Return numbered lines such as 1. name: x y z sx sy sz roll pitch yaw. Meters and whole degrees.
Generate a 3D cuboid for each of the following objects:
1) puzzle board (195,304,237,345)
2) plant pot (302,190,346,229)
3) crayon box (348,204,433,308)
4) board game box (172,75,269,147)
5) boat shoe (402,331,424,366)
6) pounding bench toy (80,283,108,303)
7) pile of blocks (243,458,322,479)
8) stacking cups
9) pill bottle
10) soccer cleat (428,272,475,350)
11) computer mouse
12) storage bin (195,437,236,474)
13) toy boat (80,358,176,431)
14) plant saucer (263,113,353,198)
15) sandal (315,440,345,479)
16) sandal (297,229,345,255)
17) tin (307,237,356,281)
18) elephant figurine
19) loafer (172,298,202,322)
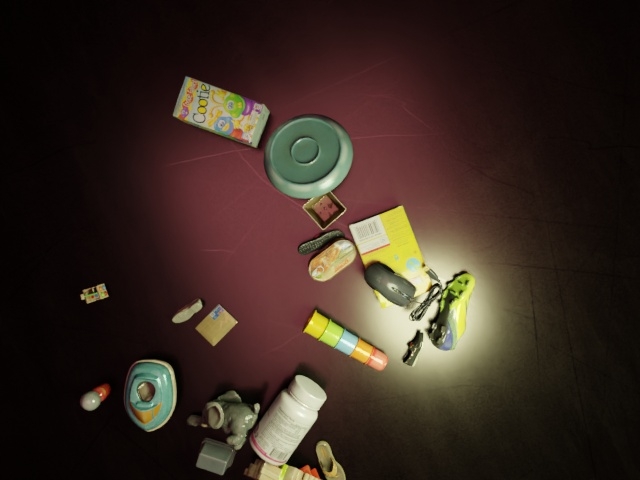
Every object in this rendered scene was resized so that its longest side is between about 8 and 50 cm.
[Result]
1. puzzle board: -0.384 0.313 1.757 0.096 0.011 0.128 45 94 0
2. plant pot: 0.016 -0.112 1.670 0.109 0.096 0.109 -42 90 4
3. crayon box: 0.247 0.058 1.679 0.203 0.081 0.318 -20 92 4
4. board game box: -0.336 -0.437 1.640 0.276 0.144 0.141 20 95 1
5. boat shoe: 0.337 0.389 1.713 0.042 0.049 0.132 19 99 -7
6. pounding bench toy: -0.823 0.194 1.730 0.065 0.083 0.052 -18 93 4
7. pile of blocks: -0.092 0.873 1.745 0.363 0.149 0.112 28 60 -7
8. stacking cups: 0.091 0.367 1.711 0.317 0.096 0.095 31 94 -5
9. pill bottle: -0.112 0.634 1.692 0.161 0.160 0.283 35 94 0
10. soccer cleat: 0.483 0.256 1.694 0.121 0.093 0.288 23 90 -30
11. computer mouse: 0.290 0.145 1.612 0.262 0.060 0.184 40 98 -4
12. storage bin: -0.394 0.807 1.749 0.135 0.091 0.098 18 94 2
13. toy boat: -0.685 0.565 1.716 0.319 0.148 0.267 0 94 2
14. plant saucer: -0.048 -0.301 1.637 0.318 0.043 0.317 -2 75 9
15. sandal: 0.032 0.829 1.754 0.072 0.049 0.180 -25 92 4
16. sandal: 0.000 0.000 1.697 0.180 0.040 0.067 -19 125 -9
17. tin: 0.041 0.068 1.695 0.190 0.040 0.106 -37 110 4
18. elephant figurine: -0.355 0.627 1.715 0.240 0.169 0.186 28 65 16
19. loafer: -0.489 0.258 1.748 0.125 0.039 0.045 -32 125 7
